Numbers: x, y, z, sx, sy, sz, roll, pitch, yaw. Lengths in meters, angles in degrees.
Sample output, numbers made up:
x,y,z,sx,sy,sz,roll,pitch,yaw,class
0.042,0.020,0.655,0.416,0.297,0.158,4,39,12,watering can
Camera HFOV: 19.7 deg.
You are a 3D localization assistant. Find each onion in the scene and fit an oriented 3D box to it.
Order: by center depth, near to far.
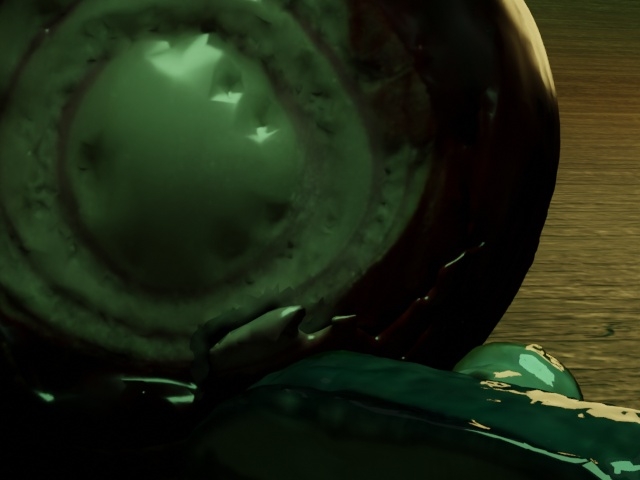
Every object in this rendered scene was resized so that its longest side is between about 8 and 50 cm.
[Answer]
x,y,z,sx,sy,sz,roll,pitch,yaw,class
-0.056,-0.034,0.879,0.341,0.341,0.341,5,17,-2,onion

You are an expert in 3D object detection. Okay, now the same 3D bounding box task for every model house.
x,y,z,sx,sy,sz,roll,pitch,yaw,class
0.124,0.124,0.624,0.253,0.184,0.291,11,13,32,model house
